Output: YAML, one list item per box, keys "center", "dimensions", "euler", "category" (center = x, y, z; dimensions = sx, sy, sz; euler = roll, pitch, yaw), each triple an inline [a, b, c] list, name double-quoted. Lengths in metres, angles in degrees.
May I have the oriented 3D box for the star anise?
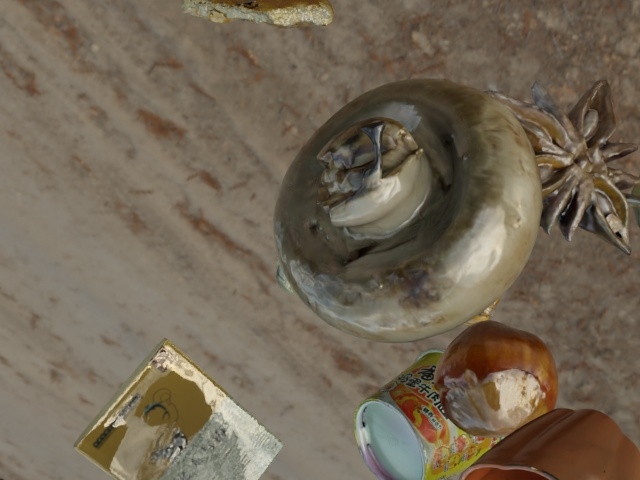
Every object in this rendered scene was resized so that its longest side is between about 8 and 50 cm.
- center: [0.387, -0.107, 1.460]
  dimensions: [0.350, 0.292, 0.109]
  euler: [-12, -179, -23]
  category: "star anise"

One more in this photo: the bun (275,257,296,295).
- center: [0.000, 0.000, 1.683]
  dimensions: [0.134, 0.220, 0.220]
  euler: [16, 145, 0]
  category: "bun"

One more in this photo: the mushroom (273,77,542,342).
- center: [0.092, -0.055, 1.200]
  dimensions: [0.362, 0.362, 0.295]
  euler: [-4, 154, 34]
  category: "mushroom"

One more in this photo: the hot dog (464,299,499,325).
- center: [0.268, 0.105, 2.183]
  dimensions: [0.337, 0.135, 0.100]
  euler: [19, 150, 41]
  category: "hot dog"

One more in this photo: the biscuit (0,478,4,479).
- center: [-0.504, 0.274, 0.981]
  dimensions: [0.309, 0.079, 0.186]
  euler: [-31, 117, 6]
  category: "biscuit"

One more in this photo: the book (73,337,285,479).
- center: [-0.267, 0.407, 1.884]
  dimensions: [0.389, 0.269, 0.032]
  euler: [47, 164, -30]
  category: "book"

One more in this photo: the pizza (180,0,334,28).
- center: [-0.117, -0.450, 1.848]
  dimensions: [0.297, 0.189, 0.071]
  euler: [-5, 119, -24]
  category: "pizza"

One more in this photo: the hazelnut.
- center: [0.247, 0.196, 1.363]
  dimensions: [0.182, 0.182, 0.182]
  euler: [15, 145, 11]
  category: "hazelnut"

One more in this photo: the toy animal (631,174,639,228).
- center: [0.704, -0.106, 1.641]
  dimensions: [0.191, 0.216, 0.338]
  euler: [28, 132, -23]
  category: "toy animal"

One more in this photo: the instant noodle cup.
- center: [0.206, 0.369, 1.890]
  dimensions: [0.264, 0.200, 0.264]
  euler: [27, 127, 42]
  category: "instant noodle cup"

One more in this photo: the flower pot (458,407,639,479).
- center: [0.267, 0.283, 1.066]
  dimensions: [0.191, 0.173, 0.190]
  euler: [19, 124, 30]
  category: "flower pot"
